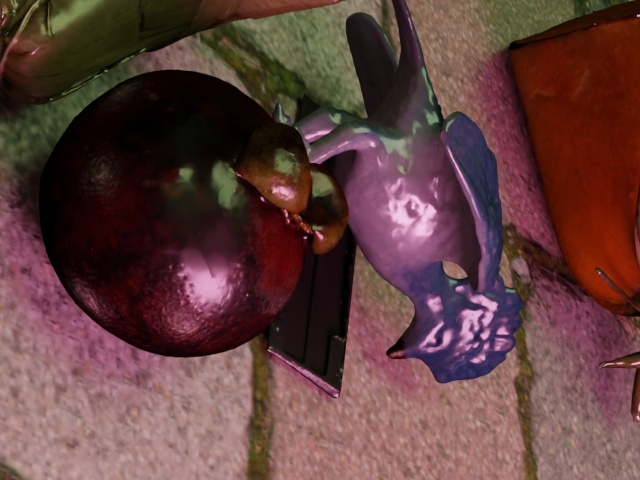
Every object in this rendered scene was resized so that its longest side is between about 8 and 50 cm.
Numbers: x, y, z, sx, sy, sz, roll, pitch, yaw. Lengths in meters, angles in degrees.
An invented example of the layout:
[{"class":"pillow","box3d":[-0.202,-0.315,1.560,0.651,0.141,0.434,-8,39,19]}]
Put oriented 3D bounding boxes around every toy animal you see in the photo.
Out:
[{"class":"toy animal","box3d":[0.052,-0.039,1.020,0.176,0.255,0.239,6,19,-22]}]

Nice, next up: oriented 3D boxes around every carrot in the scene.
[{"class":"carrot","box3d":[0.261,-0.046,1.264,0.214,0.193,0.331,82,-5,-80]}]

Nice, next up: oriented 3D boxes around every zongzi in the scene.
[{"class":"zongzi","box3d":[-0.085,-0.109,0.905,0.178,0.081,0.189,22,47,-5]}]

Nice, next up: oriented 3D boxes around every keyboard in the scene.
[{"class":"keyboard","box3d":[0.000,0.000,1.060,0.064,0.010,0.198,37,43,-32]}]

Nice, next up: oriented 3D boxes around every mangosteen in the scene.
[{"class":"mangosteen","box3d":[-0.061,-0.017,0.870,0.152,0.152,0.152,30,48,-40]}]
